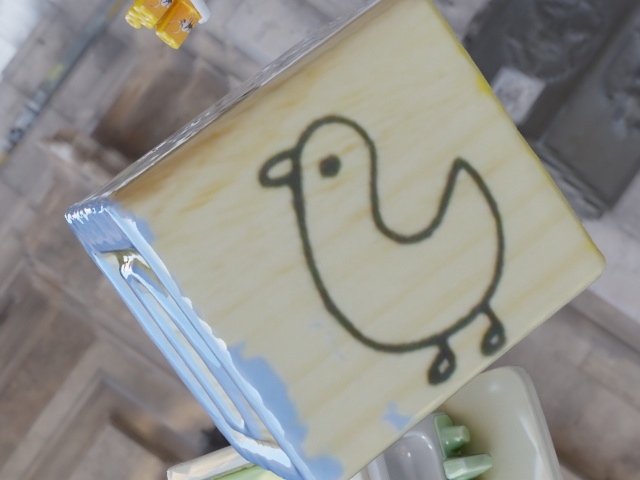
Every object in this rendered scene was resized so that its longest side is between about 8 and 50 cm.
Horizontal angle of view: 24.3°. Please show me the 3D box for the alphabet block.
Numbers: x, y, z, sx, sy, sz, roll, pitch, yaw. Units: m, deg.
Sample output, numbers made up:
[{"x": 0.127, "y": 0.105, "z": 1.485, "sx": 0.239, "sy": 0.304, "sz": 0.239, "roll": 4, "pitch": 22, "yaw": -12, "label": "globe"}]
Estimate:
[{"x": 0.000, "y": 0.000, "z": 0.821, "sx": 0.192, "sy": 0.197, "sz": 0.193, "roll": 54, "pitch": 166, "yaw": -11, "label": "alphabet block"}]

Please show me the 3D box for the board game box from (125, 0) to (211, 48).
[{"x": -0.321, "y": -0.346, "z": 1.316, "sx": 0.390, "sy": 0.050, "sz": 0.390, "roll": 27, "pitch": 168, "yaw": 28, "label": "board game box"}]

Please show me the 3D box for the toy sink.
[{"x": 0.031, "y": 0.189, "z": 0.989, "sx": 0.131, "sy": 0.234, "sz": 0.153, "roll": 0, "pitch": -109, "yaw": -54, "label": "toy sink"}]
